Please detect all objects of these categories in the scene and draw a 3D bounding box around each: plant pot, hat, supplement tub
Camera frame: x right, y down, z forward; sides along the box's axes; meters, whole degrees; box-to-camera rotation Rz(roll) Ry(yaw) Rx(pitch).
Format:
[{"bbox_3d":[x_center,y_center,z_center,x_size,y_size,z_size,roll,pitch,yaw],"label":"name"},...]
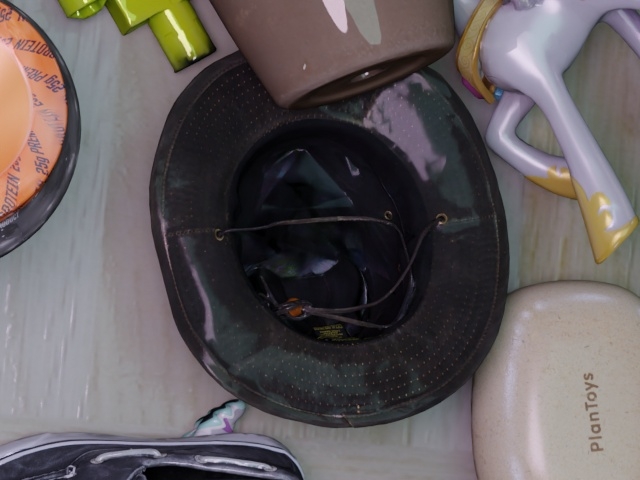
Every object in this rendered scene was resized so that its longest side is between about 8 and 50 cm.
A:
[{"bbox_3d":[0.002,-0.233,1.436,0.263,0.263,0.229,-19,86,-18],"label":"plant pot"},{"bbox_3d":[0.000,0.000,1.540,0.331,0.134,0.331,3,77,-13],"label":"hat"},{"bbox_3d":[-0.292,-0.073,1.354,0.207,0.338,0.207,2,84,-16],"label":"supplement tub"}]

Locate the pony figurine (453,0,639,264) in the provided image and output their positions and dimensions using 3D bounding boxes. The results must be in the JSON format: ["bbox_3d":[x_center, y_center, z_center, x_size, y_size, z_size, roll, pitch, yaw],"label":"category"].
[{"bbox_3d":[0.214,-0.218,1.564,0.363,0.303,0.351,44,100,5],"label":"pony figurine"}]

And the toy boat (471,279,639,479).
[{"bbox_3d":[0.285,0.171,1.625,0.318,0.148,0.268,2,79,-9],"label":"toy boat"}]

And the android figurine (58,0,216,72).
[{"bbox_3d":[-0.136,-0.290,1.572,0.248,0.056,0.273,-29,95,-17],"label":"android figurine"}]

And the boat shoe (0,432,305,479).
[{"bbox_3d":[-0.159,0.215,1.472,0.301,0.102,0.108,-2,98,-7],"label":"boat shoe"}]

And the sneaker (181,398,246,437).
[{"bbox_3d":[-0.088,0.185,1.553,0.098,0.038,0.069,-40,99,-7],"label":"sneaker"}]
